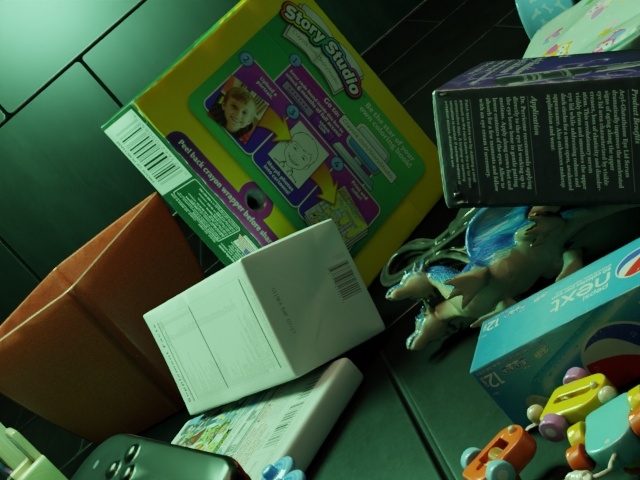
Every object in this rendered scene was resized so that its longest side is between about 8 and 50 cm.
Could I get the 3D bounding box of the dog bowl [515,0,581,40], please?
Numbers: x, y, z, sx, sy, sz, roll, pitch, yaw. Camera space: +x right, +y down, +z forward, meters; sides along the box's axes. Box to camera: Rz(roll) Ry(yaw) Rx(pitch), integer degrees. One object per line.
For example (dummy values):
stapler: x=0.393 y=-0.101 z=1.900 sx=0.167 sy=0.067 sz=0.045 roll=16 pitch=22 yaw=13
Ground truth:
dog bowl: x=0.361 y=-0.364 z=1.618 sx=0.074 sy=0.166 sz=0.297 roll=-17 pitch=24 yaw=35

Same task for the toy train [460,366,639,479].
toy train: x=0.160 y=0.143 z=0.745 sx=0.125 sy=0.046 sz=0.166 roll=-45 pitch=10 yaw=-14

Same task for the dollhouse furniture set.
dollhouse furniture set: x=-0.559 y=0.390 z=1.655 sx=0.303 sy=0.198 sz=0.286 roll=-47 pitch=14 yaw=-22

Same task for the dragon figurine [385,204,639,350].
dragon figurine: x=0.180 y=0.009 z=1.036 sx=0.289 sy=0.085 sz=0.144 roll=-38 pitch=13 yaw=12

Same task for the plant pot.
plant pot: x=-0.293 y=0.137 z=1.646 sx=0.267 sy=0.235 sz=0.267 roll=-32 pitch=16 yaw=34

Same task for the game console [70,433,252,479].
game console: x=-0.227 y=0.346 z=0.988 sx=0.386 sy=0.060 sz=0.342 roll=-59 pitch=18 yaw=-20

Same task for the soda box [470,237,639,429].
soda box: x=0.213 y=0.056 z=0.822 sx=0.210 sy=0.067 sz=0.071 roll=-33 pitch=15 yaw=31

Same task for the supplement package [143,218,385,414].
supplement package: x=-0.069 y=0.090 z=1.278 sx=0.134 sy=0.139 sz=0.244 roll=-24 pitch=-2 yaw=-37

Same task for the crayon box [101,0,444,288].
crayon box: x=-0.038 y=-0.112 z=1.448 sx=0.106 sy=0.363 sz=0.313 roll=-24 pitch=21 yaw=53

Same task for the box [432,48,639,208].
box: x=0.221 y=-0.099 z=0.990 sx=0.207 sy=0.108 sz=0.153 roll=-2 pitch=17 yaw=25

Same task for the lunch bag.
lunch bag: x=0.331 y=-0.205 z=1.268 sx=0.224 sy=0.108 sz=0.279 roll=-27 pitch=19 yaw=37

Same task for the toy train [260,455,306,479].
toy train: x=-0.028 y=0.238 z=0.896 sx=0.105 sy=0.080 sz=0.184 roll=-48 pitch=14 yaw=-6

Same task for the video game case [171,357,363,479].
video game case: x=-0.127 y=0.273 z=1.160 sx=0.300 sy=0.036 sz=0.329 roll=-28 pitch=19 yaw=45

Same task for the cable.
cable: x=0.161 y=0.012 z=1.222 sx=0.287 sy=0.072 sz=0.139 roll=-45 pitch=23 yaw=47
